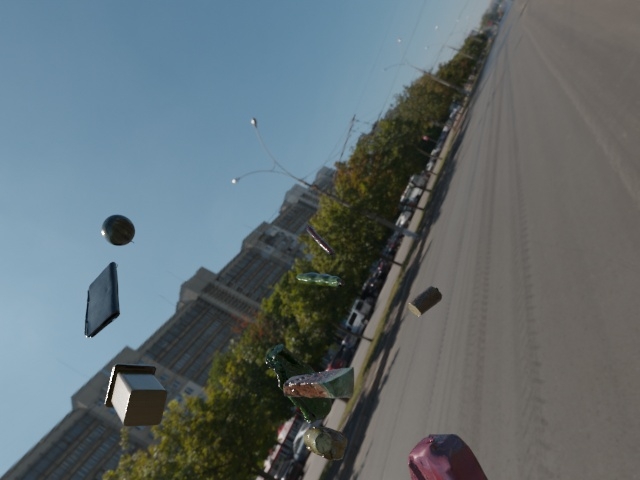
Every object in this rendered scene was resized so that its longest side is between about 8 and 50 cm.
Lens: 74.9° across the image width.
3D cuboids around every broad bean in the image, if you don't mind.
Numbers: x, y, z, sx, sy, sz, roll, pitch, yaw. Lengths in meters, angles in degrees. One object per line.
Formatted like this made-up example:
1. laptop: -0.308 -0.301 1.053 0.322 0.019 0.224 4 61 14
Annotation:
1. broad bean: 0.007 0.137 1.450 0.060 0.297 0.043 -6 -87 -34

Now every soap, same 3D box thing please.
1. soap: 0.383 0.716 1.217 0.127 0.325 0.220 -32 -1 -37

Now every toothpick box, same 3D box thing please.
1. toothpick box: -0.783 0.664 1.793 0.308 0.187 0.191 1 77 54

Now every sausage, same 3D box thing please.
1. sausage: 0.000 0.000 1.557 0.028 0.198 0.025 -17 -48 -28

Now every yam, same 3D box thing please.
1. yam: 0.430 0.250 1.717 0.127 0.084 0.084 -36 -17 -16
2. yam: -0.015 0.750 1.576 0.083 0.083 0.372 -59 -3 -22

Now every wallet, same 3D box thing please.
1. wallet: -0.861 0.234 1.652 0.172 0.318 0.045 -43 -49 5

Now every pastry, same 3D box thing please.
1. pastry: 0.038 0.989 2.043 0.228 0.218 0.101 24 -99 -46

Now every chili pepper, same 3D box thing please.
1. chili pepper: -0.092 0.646 1.901 0.167 0.385 0.213 -38 7 -16

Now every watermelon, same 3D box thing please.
1. watermelon: -0.692 -0.027 1.450 0.105 0.105 0.133 -59 -38 -26
2. watermelon: -0.022 0.466 1.333 0.154 0.240 0.095 12 -111 -58
